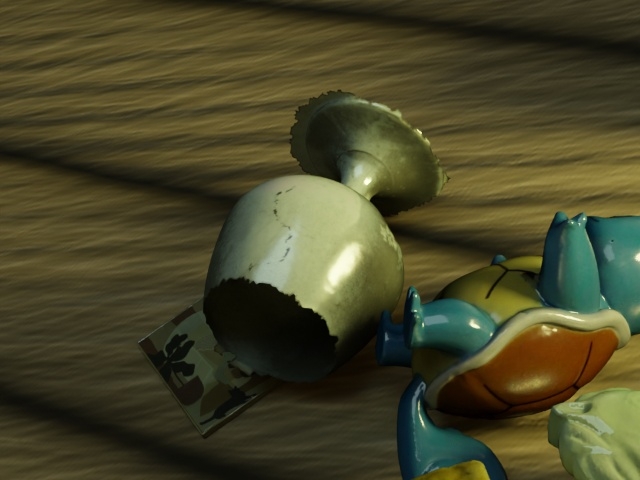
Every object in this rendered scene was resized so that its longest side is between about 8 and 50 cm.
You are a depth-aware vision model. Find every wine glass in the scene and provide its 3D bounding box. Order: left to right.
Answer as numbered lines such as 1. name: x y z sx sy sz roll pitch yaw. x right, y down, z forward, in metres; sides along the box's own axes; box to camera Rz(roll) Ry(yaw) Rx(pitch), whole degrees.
1. wine glass: 0.000 0.000 1.789 0.238 0.238 0.323 5 43 30

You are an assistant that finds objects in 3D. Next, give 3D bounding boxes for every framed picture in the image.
1. framed picture: -0.132 0.144 1.869 0.136 0.010 0.201 -35 44 -8

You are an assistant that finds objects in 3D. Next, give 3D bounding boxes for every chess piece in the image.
1. chess piece: 0.338 0.246 1.418 0.176 0.175 0.298 -26 42 2

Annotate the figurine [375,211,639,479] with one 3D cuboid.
1. figurine: 0.197 0.097 1.602 0.243 0.298 0.416 41 74 10

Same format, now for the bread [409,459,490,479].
1. bread: 0.133 0.411 1.314 0.245 0.233 0.361 -26 43 2
